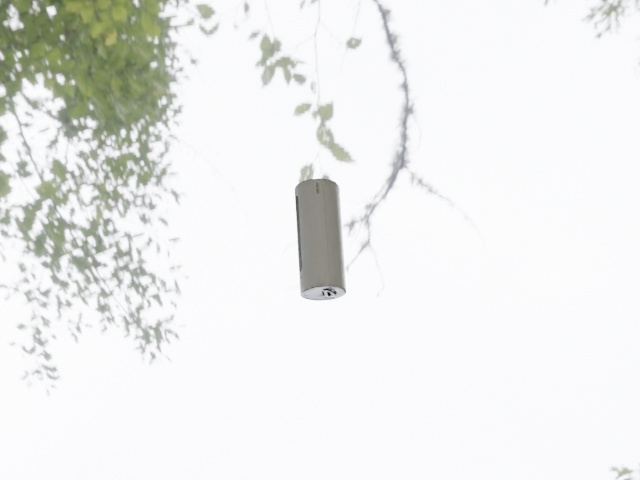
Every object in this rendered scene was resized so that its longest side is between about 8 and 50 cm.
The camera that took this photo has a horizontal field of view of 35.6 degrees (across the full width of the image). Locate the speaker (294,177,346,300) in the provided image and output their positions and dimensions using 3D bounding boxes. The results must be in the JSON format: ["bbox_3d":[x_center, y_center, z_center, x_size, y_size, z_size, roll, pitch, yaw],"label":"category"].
[{"bbox_3d":[0.000,0.000,1.159,0.055,0.055,0.136,-2,-111,-5],"label":"speaker"}]
